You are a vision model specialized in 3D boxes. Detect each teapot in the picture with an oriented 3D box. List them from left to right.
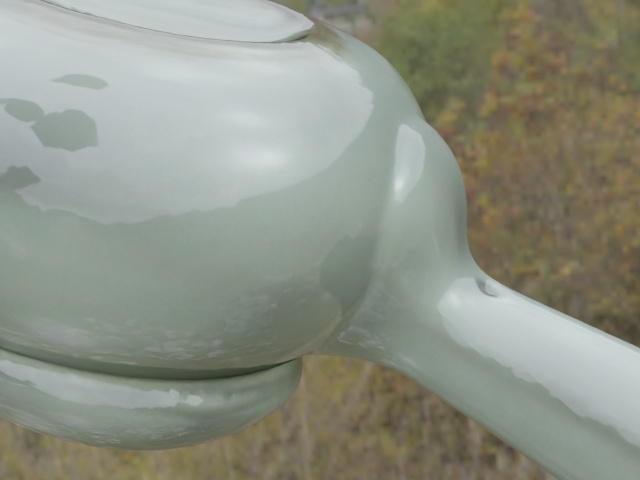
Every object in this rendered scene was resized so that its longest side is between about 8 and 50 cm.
[{"bbox_3d":[-0.018,0.007,0.582,0.318,0.149,0.220,25,22,34],"label":"teapot"}]
